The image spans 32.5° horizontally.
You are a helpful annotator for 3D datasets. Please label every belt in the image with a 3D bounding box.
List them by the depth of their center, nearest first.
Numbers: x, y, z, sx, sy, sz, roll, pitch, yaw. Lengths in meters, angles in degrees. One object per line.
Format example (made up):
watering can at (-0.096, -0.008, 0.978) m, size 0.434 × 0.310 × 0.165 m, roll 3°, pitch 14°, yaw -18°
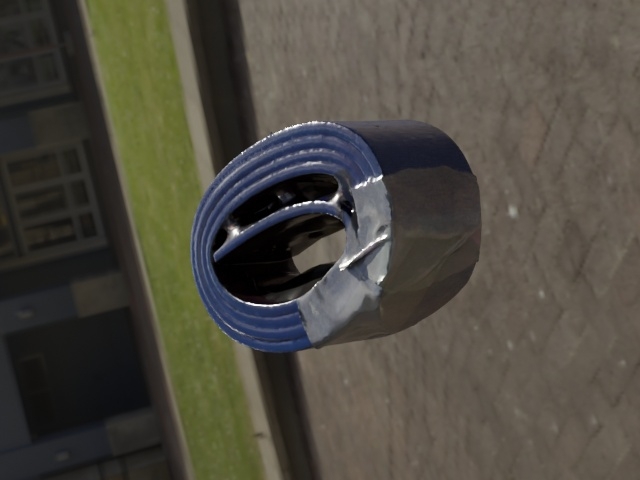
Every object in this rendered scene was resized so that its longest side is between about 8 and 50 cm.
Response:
belt at (0.000, 0.000, 1.074) m, size 0.347 × 0.117 × 0.212 m, roll -20°, pitch 77°, yaw 52°
